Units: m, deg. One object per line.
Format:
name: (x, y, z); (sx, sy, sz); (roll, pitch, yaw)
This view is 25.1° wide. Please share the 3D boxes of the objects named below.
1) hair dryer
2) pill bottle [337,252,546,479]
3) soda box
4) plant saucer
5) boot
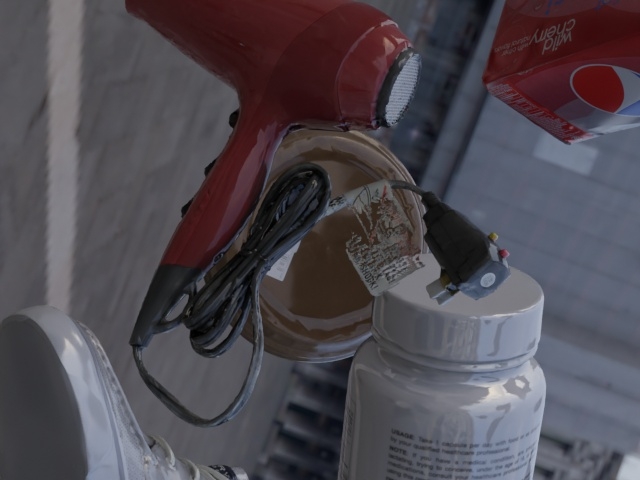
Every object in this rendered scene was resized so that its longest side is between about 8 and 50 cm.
hair dryer: (-0.040, -0.058, 0.847); (0.080, 0.224, 0.293); (77, -10, -64)
pill bottle: (0.098, 0.165, 1.181); (0.160, 0.160, 0.283); (-66, 162, -69)
soda box: (0.208, -0.132, 0.819); (0.263, 0.083, 0.092); (-12, -125, 58)
plant saucer: (0.000, 0.000, 1.619); (0.277, 0.278, 0.041); (-69, -162, -8)
boot: (-0.098, 0.145, 0.811); (0.123, 0.095, 0.258); (-23, 110, -42)
